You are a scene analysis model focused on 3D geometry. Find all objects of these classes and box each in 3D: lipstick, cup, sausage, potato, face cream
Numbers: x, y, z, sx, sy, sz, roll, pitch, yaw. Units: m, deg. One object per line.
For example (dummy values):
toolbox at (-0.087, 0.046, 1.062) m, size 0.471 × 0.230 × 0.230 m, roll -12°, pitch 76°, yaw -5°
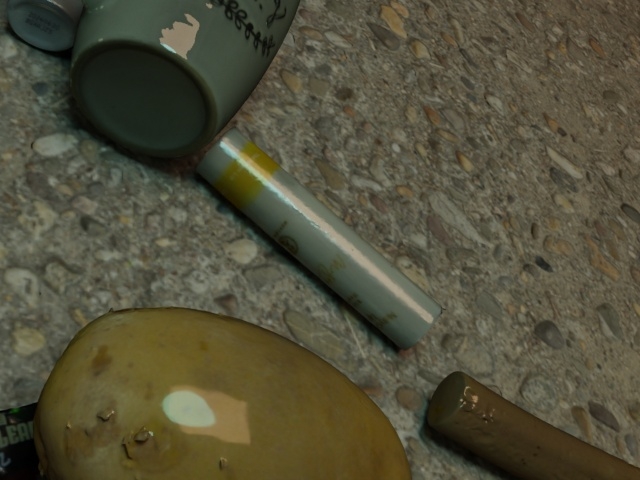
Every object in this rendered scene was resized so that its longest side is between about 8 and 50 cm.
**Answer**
lipstick at (0.000, 0.000, 0.789) m, size 0.264 × 0.059 × 0.059 m, roll 41°, pitch 40°, yaw -2°
cup at (-0.148, -0.226, 0.753) m, size 0.258 × 0.186 × 0.234 m, roll 48°, pitch 40°, yaw -32°
sausage at (0.232, 0.209, 0.788) m, size 0.301 × 0.066 × 0.066 m, roll 29°, pitch 42°, yaw -16°
potato at (-0.044, 0.123, 0.467) m, size 0.233 × 0.146 × 0.150 m, roll 27°, pitch 73°, yaw -20°
face cream at (-0.247, -0.265, 0.825) m, size 0.084 × 0.057 × 0.198 m, roll 26°, pitch 41°, yaw -20°

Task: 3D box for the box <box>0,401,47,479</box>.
box at (-0.103, 0.239, 0.479) m, size 0.198 × 0.084 × 0.310 m, roll -8°, pitch 62°, yaw -42°
